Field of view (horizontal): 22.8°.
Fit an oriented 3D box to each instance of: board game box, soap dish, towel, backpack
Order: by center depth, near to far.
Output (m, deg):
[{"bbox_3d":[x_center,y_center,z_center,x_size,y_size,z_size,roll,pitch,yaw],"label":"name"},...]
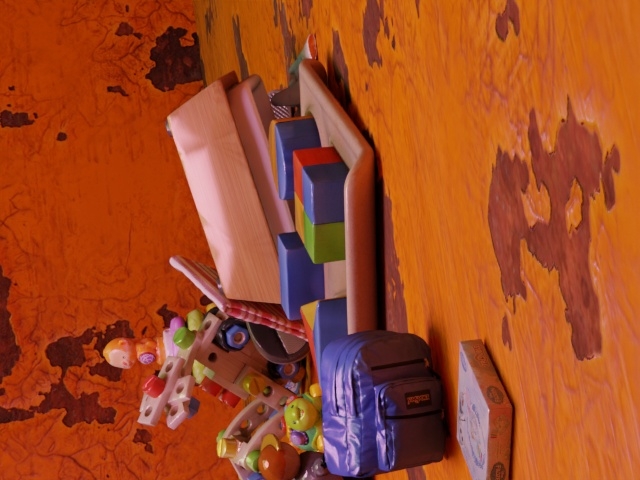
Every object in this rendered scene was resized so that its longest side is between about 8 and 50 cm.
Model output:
[{"bbox_3d":[0.119,0.134,1.161,0.090,0.020,0.090,-107,13,-59],"label":"board game box"},{"bbox_3d":[0.059,0.137,1.360,0.101,0.098,0.120,-6,90,54],"label":"backpack"},{"bbox_3d":[-0.099,-0.068,2.034,0.229,0.118,0.291,-78,-29,-80],"label":"soap dish"},{"bbox_3d":[-0.095,0.083,2.086,0.144,0.197,0.029,36,101,48],"label":"towel"}]

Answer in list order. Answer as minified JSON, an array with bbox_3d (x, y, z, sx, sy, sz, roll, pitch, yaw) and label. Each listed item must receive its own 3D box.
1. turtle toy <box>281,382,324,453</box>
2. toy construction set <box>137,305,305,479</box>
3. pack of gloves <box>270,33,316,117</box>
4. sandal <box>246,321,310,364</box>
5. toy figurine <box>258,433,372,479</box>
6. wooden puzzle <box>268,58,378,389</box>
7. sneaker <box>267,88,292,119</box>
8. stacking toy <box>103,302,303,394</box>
[{"bbox_3d":[-0.019,0.244,2.151,0.130,0.066,0.095,106,157,-71],"label":"turtle toy"},{"bbox_3d":[-0.133,0.227,2.277,0.151,0.215,0.327,31,176,44],"label":"toy construction set"},{"bbox_3d":[-0.031,-0.145,2.029,0.232,0.046,0.195,147,118,-82],"label":"pack of gloves"},{"bbox_3d":[-0.075,0.041,2.270,0.086,0.120,0.303,66,-166,-67],"label":"sandal"},{"bbox_3d":[-0.029,0.347,1.774,0.209,0.148,0.213,-105,33,-58],"label":"toy figurine"},{"bbox_3d":[0.000,0.000,1.756,0.348,0.080,0.322,-110,16,-64],"label":"wooden puzzle"},{"bbox_3d":[-0.059,-0.142,2.234,0.070,0.051,0.134,145,122,-84],"label":"sneaker"},{"bbox_3d":[-0.184,0.162,2.442,0.175,0.302,0.166,94,168,-49],"label":"stacking toy"}]
